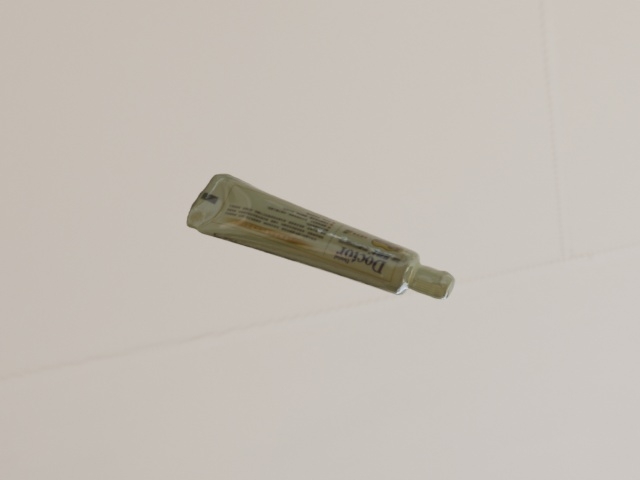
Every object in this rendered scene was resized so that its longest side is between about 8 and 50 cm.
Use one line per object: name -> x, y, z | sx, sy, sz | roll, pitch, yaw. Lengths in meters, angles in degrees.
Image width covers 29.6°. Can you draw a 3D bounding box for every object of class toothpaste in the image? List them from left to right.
toothpaste -> 0.000, 0.000, 1.076 | 0.067, 0.255, 0.037 | -60, -23, -26
